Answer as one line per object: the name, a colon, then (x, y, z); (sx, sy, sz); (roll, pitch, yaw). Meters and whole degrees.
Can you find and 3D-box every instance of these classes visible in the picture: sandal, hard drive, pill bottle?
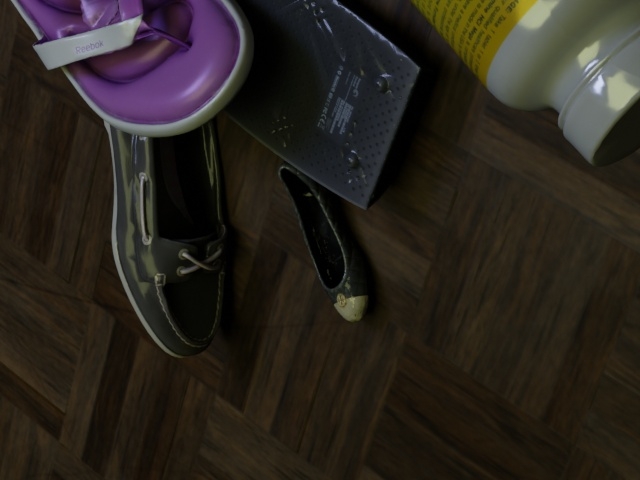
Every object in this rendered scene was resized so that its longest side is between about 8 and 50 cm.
sandal: (-0.223, -0.224, 1.690); (0.416, 0.102, 0.169); (35, 97, 43)
hard drive: (-0.010, -0.162, 1.634); (0.254, 0.054, 0.172); (37, 123, 28)
pill bottle: (0.165, -0.227, 1.379); (0.334, 0.188, 0.188); (52, 129, 17)

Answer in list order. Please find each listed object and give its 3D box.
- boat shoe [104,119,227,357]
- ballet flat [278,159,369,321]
boat shoe: (-0.149, -0.046, 1.749); (0.095, 0.112, 0.335); (-9, 93, 46)
ballet flat: (0.000, 0.000, 1.674); (0.057, 0.049, 0.173); (-25, 86, 42)
